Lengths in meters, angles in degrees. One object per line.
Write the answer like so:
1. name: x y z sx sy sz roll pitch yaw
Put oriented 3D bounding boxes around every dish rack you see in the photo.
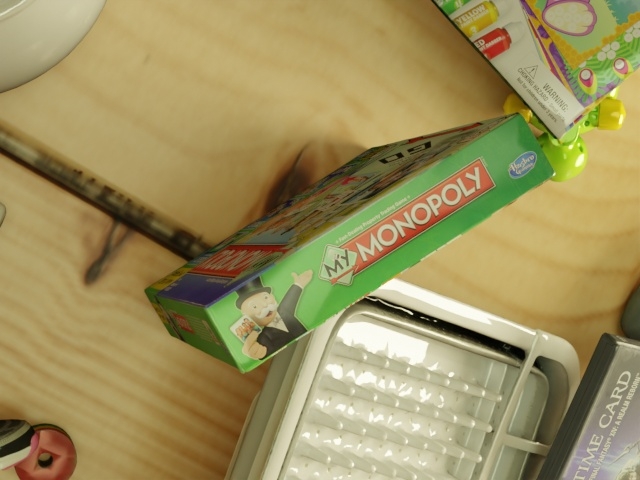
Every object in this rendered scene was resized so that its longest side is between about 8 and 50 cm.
1. dish rack: 0.049 0.175 1.002 0.332 0.072 0.286 21 89 -48

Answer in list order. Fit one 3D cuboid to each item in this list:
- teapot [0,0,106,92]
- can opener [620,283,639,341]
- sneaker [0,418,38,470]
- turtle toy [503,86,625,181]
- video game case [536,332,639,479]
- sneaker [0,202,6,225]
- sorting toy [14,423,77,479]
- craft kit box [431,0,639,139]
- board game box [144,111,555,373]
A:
1. teapot: -0.242 -0.206 0.891 0.252 0.187 0.256 -38 104 -10
2. can opener: 0.375 0.004 1.141 0.280 0.074 0.093 -42 103 -10
3. sneaker: -0.284 0.127 0.961 0.170 0.063 0.075 0 95 -3
4. turtle toy: 0.192 -0.111 1.083 0.095 0.066 0.130 5 95 7
5. video game case: 0.296 0.190 1.107 0.274 0.026 0.196 15 104 -28
6. sneaker: -0.290 0.019 0.962 0.158 0.061 0.065 -45 98 -9
7. sorting toy: -0.198 0.282 1.012 0.132 0.046 0.275 -24 101 -13
8. craft kit box: 0.185 -0.246 1.011 0.246 0.061 0.250 -43 89 7
9. board game box: 0.000 0.000 0.906 0.213 0.317 0.046 -31 97 -12
